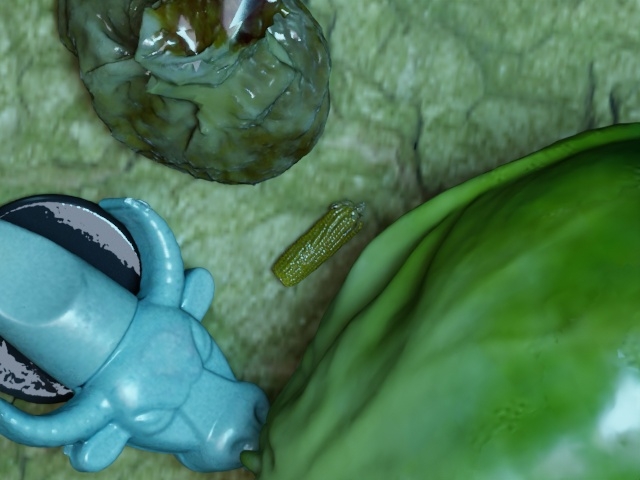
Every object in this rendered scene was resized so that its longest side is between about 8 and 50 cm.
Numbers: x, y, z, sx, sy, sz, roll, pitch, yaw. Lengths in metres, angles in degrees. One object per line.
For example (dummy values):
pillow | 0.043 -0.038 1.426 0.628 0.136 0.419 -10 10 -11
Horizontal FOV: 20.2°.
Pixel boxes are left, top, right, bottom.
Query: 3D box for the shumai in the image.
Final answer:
shumai | -0.083 -0.128 1.210 0.161 0.153 0.209 -40 96 -4

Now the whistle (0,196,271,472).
whistle | -0.139 0.080 1.248 0.274 0.093 0.186 38 67 -19

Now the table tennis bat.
table tennis bat | -0.227 0.066 1.291 0.236 0.027 0.150 -37 101 2

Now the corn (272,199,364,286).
corn | 0.000 0.000 1.293 0.083 0.027 0.028 -41 83 6

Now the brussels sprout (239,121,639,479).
brussels sprout | 0.186 0.094 1.128 0.342 0.425 0.361 47 131 29
